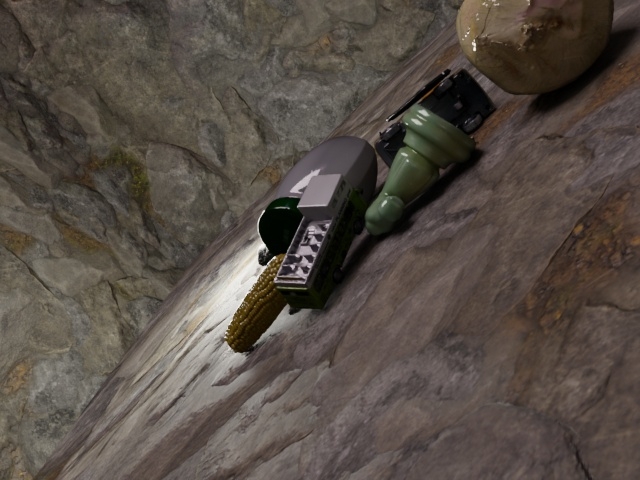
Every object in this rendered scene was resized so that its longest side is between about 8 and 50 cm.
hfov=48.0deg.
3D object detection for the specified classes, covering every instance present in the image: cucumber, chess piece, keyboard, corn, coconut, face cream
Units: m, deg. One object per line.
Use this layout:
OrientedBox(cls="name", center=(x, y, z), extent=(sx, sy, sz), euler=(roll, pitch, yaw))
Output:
OrientedBox(cls="cucumber", center=(-0.126, 0.015, 2.314), extent=(0.241, 0.074, 0.074), euler=(-30, 19, 48))
OrientedBox(cls="chess piece", center=(0.191, -0.135, 1.571), extent=(0.298, 0.175, 0.176), euler=(-56, 9, 11))
OrientedBox(cls="keyboard", center=(0.241, -0.357, 1.792), extent=(0.106, 0.016, 0.262), euler=(-39, 3, -16))
OrientedBox(cls="corn", center=(-0.131, 0.145, 1.722), extent=(0.310, 0.101, 0.101), euler=(-54, 6, 30))
OrientedBox(cls="coconut", center=(0.418, -0.430, 1.395), extent=(0.297, 0.297, 0.254), euler=(-45, 0, 2))
OrientedBox(cls="face cream", center=(0.003, -0.113, 1.920), extent=(0.312, 0.219, 0.357), euler=(-32, 18, 47))

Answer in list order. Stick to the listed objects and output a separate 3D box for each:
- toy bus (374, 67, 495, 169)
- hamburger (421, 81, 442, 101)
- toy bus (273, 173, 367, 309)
OrientedBox(cls="toy bus", center=(0.274, -0.286, 1.770), extent=(0.289, 0.139, 0.157), euler=(-41, 7, 16))
OrientedBox(cls="hamburger", center=(0.335, -0.372, 1.896), extent=(0.138, 0.083, 0.147), euler=(-7, 26, 26))
OrientedBox(cls="toy bus", center=(0.000, 0.000, 1.610), extent=(0.113, 0.139, 0.302), euler=(-1, 53, 36))
